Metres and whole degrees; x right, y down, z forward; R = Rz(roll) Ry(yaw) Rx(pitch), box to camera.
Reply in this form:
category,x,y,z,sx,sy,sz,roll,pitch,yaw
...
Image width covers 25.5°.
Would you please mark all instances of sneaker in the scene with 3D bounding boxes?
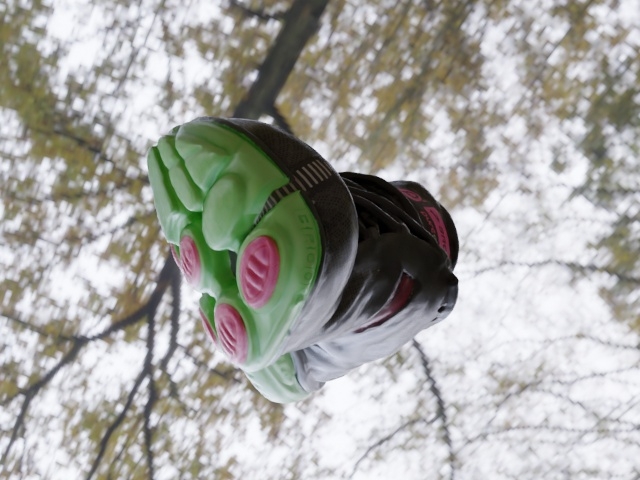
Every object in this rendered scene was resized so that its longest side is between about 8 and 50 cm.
category,x,y,z,sx,sy,sz,roll,pitch,yaw
sneaker,0.000,0.000,1.058,0.202,0.483,0.185,-25,-100,-2
